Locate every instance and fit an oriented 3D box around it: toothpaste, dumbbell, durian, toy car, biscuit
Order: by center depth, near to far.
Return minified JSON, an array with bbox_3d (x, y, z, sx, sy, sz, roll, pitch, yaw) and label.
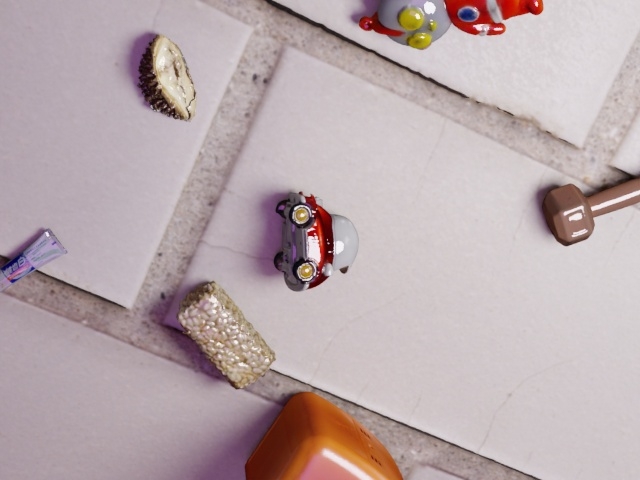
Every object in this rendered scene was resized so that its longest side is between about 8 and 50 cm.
[{"bbox_3d":[-0.215,-0.218,1.463,0.066,0.052,0.130,-32,115,-34],"label":"durian"},{"bbox_3d":[0.000,0.000,1.512,0.112,0.112,0.139,-3,99,-19],"label":"toy car"},{"bbox_3d":[-0.445,0.046,1.526,0.170,0.028,0.045,-34,100,5],"label":"toothpaste"},{"bbox_3d":[0.438,-0.066,1.526,0.231,0.082,0.092,-20,109,2],"label":"dumbbell"},{"bbox_3d":[-0.140,0.139,1.556,0.082,0.070,0.168,-35,109,11],"label":"biscuit"}]

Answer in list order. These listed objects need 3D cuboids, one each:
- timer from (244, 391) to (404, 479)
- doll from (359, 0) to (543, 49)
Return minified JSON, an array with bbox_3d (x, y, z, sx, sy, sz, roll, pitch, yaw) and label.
[{"bbox_3d":[0.038,0.363,1.545,0.250,0.257,0.161,31,95,-11],"label":"timer"},{"bbox_3d":[0.168,-0.313,1.413,0.245,0.076,0.142,-11,141,15],"label":"doll"}]
